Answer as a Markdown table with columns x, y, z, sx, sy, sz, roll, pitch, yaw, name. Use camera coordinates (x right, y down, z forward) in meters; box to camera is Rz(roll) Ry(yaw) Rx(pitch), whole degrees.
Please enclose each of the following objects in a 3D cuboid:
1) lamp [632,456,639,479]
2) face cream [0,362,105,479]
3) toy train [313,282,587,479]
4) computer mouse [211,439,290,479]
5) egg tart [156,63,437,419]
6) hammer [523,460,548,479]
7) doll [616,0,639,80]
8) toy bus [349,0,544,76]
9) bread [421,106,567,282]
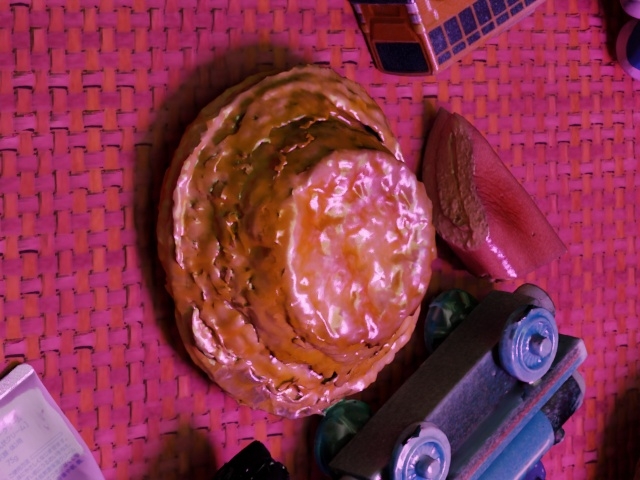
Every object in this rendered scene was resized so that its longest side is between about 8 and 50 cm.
| x | y | z | sx | sy | sz | roll | pitch | yaw | name |
| --- | --- | --- | --- | --- | --- | --- | --- | --- | --- |
| 0.396 | 0.261 | 1.894 | 0.284 | 0.250 | 0.250 | -12 | 100 | -26 | lamp |
| -0.203 | 0.213 | 1.516 | 0.114 | 0.070 | 0.224 | -43 | 105 | -29 | face cream |
| 0.123 | 0.176 | 1.746 | 0.298 | 0.120 | 0.194 | -44 | 126 | -29 | toy train |
| -0.075 | 0.276 | 1.581 | 0.078 | 0.146 | 0.241 | 6 | 89 | -12 | computer mouse |
| 0.000 | 0.000 | 1.623 | 0.294 | 0.123 | 0.294 | -1 | 91 | -40 | egg tart |
| 0.167 | 0.282 | 1.823 | 0.116 | 0.069 | 0.194 | 44 | 58 | -32 | hammer |
| 0.426 | -0.293 | 1.887 | 0.284 | 0.240 | 0.310 | 26 | 68 | -8 | doll |
| 0.123 | -0.220 | 1.734 | 0.182 | 0.091 | 0.103 | -36 | 116 | -31 | toy bus |
| 0.147 | -0.017 | 1.773 | 0.192 | 0.067 | 0.119 | 52 | 37 | -27 | bread |
